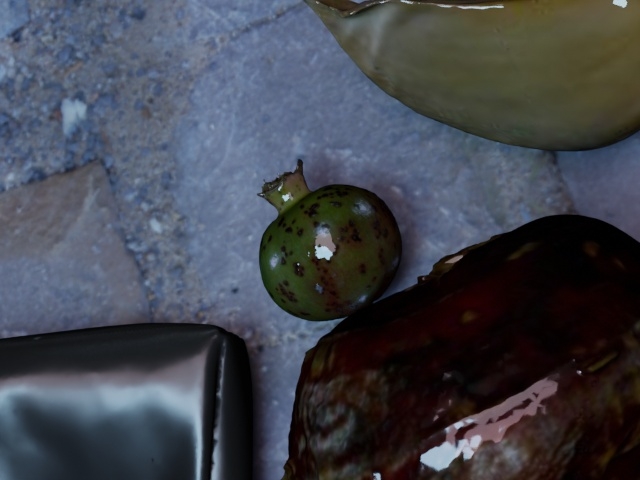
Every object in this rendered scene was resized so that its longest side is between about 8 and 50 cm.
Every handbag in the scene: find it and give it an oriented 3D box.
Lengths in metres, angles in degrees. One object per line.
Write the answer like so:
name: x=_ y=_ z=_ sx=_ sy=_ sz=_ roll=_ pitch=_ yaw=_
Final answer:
handbag: x=-0.196 y=0.201 z=1.377 sx=0.285 sy=0.113 sz=0.257 roll=-5 pitch=81 yaw=8

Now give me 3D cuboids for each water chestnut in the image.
water chestnut: x=0.147 y=0.153 z=1.165 sx=0.350 sy=0.350 sz=0.302 roll=-33 pitch=87 yaw=6

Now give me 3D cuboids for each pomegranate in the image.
pomegranate: x=0.004 y=0.006 z=1.356 sx=0.130 sy=0.130 sz=0.130 roll=-4 pitch=76 yaw=15

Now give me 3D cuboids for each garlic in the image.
garlic: x=0.143 y=-0.179 z=1.332 sx=0.338 sy=0.196 sz=0.151 roll=7 pitch=63 yaw=20
